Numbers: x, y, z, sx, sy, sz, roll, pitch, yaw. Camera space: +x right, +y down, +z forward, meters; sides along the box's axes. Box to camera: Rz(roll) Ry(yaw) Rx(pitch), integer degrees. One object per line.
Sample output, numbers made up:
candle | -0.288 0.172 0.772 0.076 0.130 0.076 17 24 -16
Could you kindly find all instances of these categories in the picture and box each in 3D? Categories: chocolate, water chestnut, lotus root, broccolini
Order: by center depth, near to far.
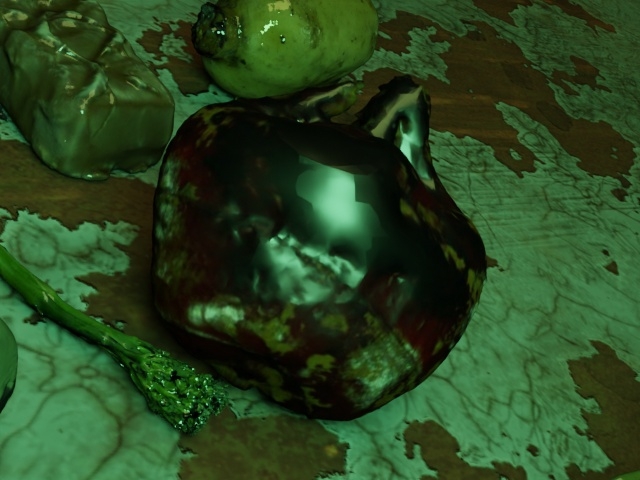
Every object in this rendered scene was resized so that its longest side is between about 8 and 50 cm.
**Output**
broccolini | -0.176 0.073 0.763 0.239 0.051 0.054 31 9 14
water chestnut | 0.000 0.000 0.802 0.289 0.244 0.289 18 37 -14
chocolate | -0.245 -0.163 0.970 0.148 0.093 0.214 -18 56 -46
lotus root | -0.040 -0.246 1.170 0.284 0.160 0.146 -11 56 -49

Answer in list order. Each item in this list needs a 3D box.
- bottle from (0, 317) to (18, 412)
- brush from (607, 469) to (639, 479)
bottle | -0.354 0.032 0.577 0.347 0.168 0.168 30 33 -7
brush | 0.280 0.240 0.800 0.197 0.123 0.059 2 47 -33
